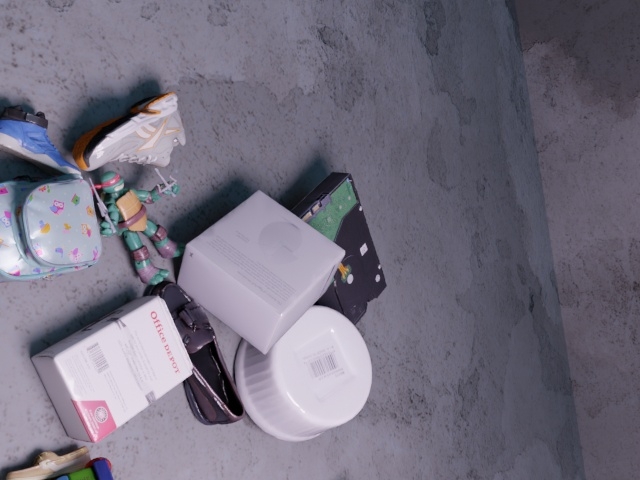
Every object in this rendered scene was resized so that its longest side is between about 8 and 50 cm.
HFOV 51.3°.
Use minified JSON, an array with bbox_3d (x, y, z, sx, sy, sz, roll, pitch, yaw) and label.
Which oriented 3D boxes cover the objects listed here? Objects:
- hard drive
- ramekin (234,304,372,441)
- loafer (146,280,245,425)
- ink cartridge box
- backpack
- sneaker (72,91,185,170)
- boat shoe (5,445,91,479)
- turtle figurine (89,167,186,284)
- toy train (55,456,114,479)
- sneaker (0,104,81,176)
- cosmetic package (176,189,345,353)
[{"bbox_3d":[0.031,0.045,1.534,0.237,0.064,0.339,-47,131,-35],"label":"hard drive"},{"bbox_3d":[-0.025,0.267,1.383,0.277,0.135,0.277,16,60,-31],"label":"ramekin"},{"bbox_3d":[-0.223,0.210,1.252,0.109,0.095,0.302,-35,109,-46],"label":"loafer"},{"bbox_3d":[-0.342,0.209,1.121,0.218,0.092,0.158,-32,107,-45],"label":"ink cartridge box"},{"bbox_3d":[-0.439,-0.018,1.018,0.188,0.144,0.165,-15,99,-46],"label":"backpack"},{"bbox_3d":[-0.326,-0.173,1.203,0.262,0.099,0.121,-49,126,-47],"label":"sneaker"},{"bbox_3d":[-0.424,0.351,1.040,0.135,0.050,0.045,6,64,-49],"label":"boat shoe"},{"bbox_3d":[-0.324,-0.045,1.172,0.175,0.118,0.234,-46,131,-32],"label":"turtle figurine"},{"bbox_3d":[-0.382,0.466,1.033,0.143,0.105,0.248,-9,120,-28],"label":"toy train"},{"bbox_3d":[-0.452,-0.164,1.091,0.152,0.058,0.084,28,71,-35],"label":"sneaker"},{"bbox_3d":[-0.115,0.057,1.294,0.224,0.138,0.225,36,44,12],"label":"cosmetic package"}]
